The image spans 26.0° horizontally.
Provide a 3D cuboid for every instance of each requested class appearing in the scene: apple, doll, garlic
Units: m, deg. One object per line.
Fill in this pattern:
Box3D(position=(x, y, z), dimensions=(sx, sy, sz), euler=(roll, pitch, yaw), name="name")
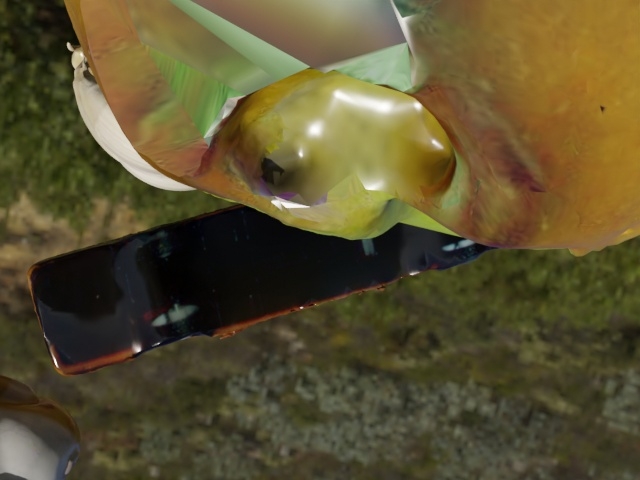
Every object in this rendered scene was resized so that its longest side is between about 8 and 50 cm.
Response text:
Box3D(position=(0.062, -0.141, 0.650), dimensions=(0.374, 0.384, 0.374), euler=(-28, -158, 12), name="apple")
Box3D(position=(-0.311, 0.150, 1.069), dimensions=(0.269, 0.167, 0.162), euler=(43, 146, -17), name="doll")
Box3D(position=(-0.179, -0.165, 1.501), dimensions=(0.203, 0.185, 0.281), euler=(14, -126, -11), name="garlic")

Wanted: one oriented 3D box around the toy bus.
Box3D(position=(0.000, 0.000, 0.994), dimensions=(0.408, 0.093, 0.092), euler=(-16, -176, -6), name="toy bus")
